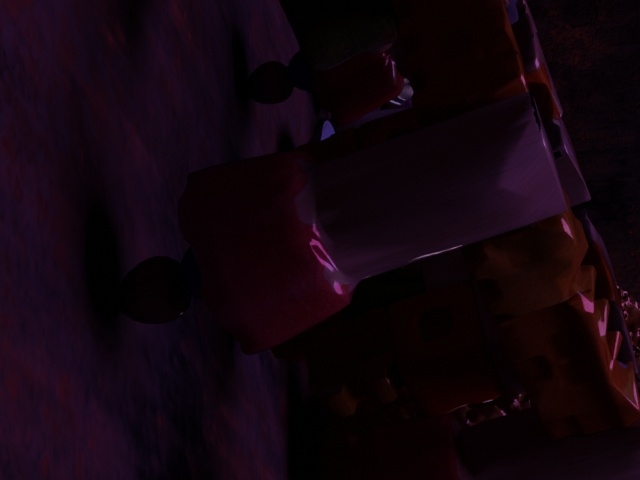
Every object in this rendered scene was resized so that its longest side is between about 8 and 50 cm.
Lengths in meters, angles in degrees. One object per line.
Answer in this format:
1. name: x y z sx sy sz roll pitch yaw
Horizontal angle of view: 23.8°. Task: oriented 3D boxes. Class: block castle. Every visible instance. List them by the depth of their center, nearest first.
1. block castle: 0.022 -0.068 0.860 0.453 0.212 0.303 -98 164 -44

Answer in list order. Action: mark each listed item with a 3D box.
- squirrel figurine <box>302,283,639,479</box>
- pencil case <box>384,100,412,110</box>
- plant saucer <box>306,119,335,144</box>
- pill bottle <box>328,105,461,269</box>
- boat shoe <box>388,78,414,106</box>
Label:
1. squirrel figurine: 0.185 0.188 1.209 0.397 0.370 0.281 71 15 -58
2. pencil case: 0.138 -0.239 2.261 0.104 0.104 0.236 71 14 -60
3. plant saucer: 0.000 0.000 1.244 0.195 0.037 0.195 -6 90 -83
4. pill bottle: 0.136 0.059 1.508 0.224 0.224 0.392 -41 125 -81
5. boat shoe: 0.044 -0.243 1.539 0.340 0.158 0.127 36 46 -41
